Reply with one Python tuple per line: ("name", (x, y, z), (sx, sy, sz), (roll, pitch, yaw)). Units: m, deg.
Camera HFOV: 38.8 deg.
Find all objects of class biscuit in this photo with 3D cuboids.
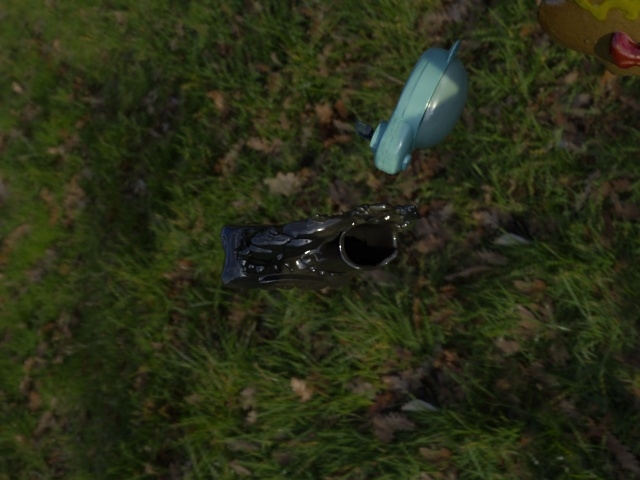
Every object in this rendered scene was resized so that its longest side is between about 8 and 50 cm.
("biscuit", (0.437, -0.372, 1.241), (0.368, 0.394, 0.076), (24, 63, 38))

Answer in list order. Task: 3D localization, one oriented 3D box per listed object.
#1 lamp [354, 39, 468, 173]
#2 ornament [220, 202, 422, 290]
("lamp", (0.199, -0.260, 1.823), (0.284, 0.209, 0.147), (-44, 76, -3))
("ornament", (0.000, 0.000, 1.304), (0.260, 0.251, 0.106), (152, 115, -63))
